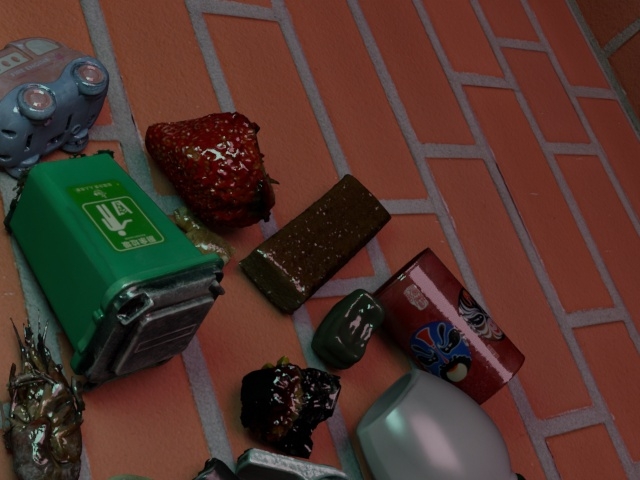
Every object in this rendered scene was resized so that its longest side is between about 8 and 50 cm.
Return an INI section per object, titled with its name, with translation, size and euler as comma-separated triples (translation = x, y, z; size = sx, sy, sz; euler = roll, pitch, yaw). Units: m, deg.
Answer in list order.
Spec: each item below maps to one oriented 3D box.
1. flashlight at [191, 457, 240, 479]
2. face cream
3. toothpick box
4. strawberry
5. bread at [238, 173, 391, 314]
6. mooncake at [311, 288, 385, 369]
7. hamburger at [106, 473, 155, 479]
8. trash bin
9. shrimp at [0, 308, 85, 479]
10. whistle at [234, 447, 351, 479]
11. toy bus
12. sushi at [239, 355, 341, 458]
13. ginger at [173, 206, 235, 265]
[flashlight]
translation = -0.078, 0.571, 1.652
size = 0.424, 0.103, 0.103
euler = 47, 45, -2
[face cream]
translation = 0.255, 0.459, 1.888
size = 0.357, 0.219, 0.312
euler = 48, 45, -1
[toothpick box]
translation = 0.282, 0.204, 2.093
size = 0.333, 0.204, 0.204
euler = 49, 45, 2
[strawberry]
translation = -0.225, -0.147, 1.933
size = 0.257, 0.261, 0.261
euler = -14, 65, -2
[bread]
translation = 0.000, 0.000, 2.087
size = 0.165, 0.113, 0.416
euler = 49, 44, 0
[mooncake]
translation = 0.064, 0.190, 1.966
size = 0.104, 0.175, 0.168
euler = 39, 3, -4
[hamburger]
translation = -0.322, 0.468, 1.567
size = 0.140, 0.062, 0.133
euler = 9, 53, -30
[trash bin]
translation = -0.389, 0.048, 1.676
size = 0.259, 0.295, 0.381
euler = -15, 58, -46
[shrimp]
translation = -0.480, 0.273, 1.545
size = 0.145, 0.116, 0.343
euler = 12, 53, -48
[whistle]
translation = -0.023, 0.501, 1.710
size = 0.289, 0.163, 0.164
euler = 17, 52, -13
[toy bus]
translation = -0.577, -0.287, 1.807
size = 0.231, 0.197, 0.294
euler = 41, 46, 8
[sushi]
translation = -0.079, 0.314, 1.788
size = 0.150, 0.153, 0.172
euler = 37, 63, -39
[ginger]
translation = -0.259, 0.000, 1.930
size = 0.165, 0.067, 0.096
euler = 40, 44, 11
